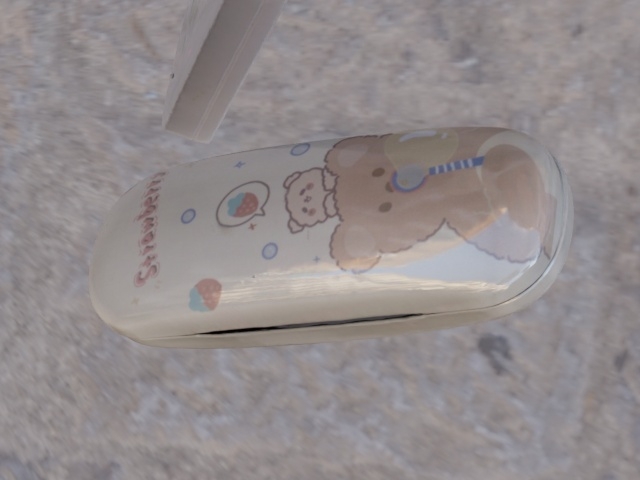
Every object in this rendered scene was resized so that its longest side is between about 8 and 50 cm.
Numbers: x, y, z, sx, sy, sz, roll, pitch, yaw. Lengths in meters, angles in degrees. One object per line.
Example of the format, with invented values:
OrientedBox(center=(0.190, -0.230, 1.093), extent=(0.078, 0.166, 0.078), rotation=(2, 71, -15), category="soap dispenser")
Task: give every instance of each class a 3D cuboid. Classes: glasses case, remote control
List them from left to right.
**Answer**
OrientedBox(center=(-0.032, -0.133, 0.834), extent=(0.034, 0.250, 0.103), rotation=(16, 67, -11), category="remote control")
OrientedBox(center=(0.000, 0.000, 0.706), extent=(0.051, 0.204, 0.081), rotation=(50, 40, -50), category="glasses case")
